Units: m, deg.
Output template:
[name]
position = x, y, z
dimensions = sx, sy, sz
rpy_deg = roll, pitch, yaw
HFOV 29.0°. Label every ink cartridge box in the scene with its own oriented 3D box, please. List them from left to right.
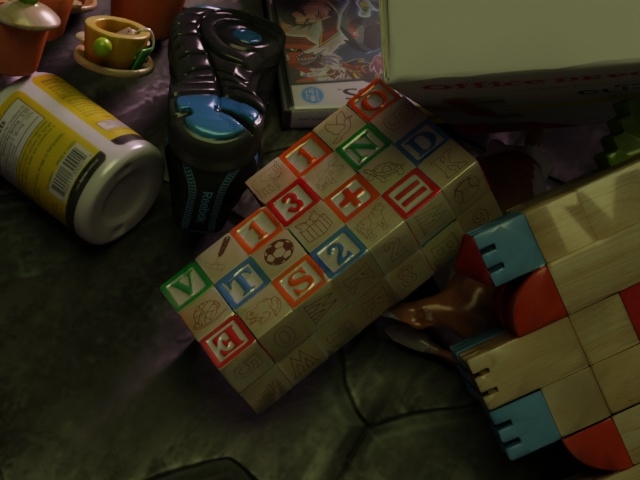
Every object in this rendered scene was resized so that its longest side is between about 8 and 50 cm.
[ink cartridge box]
position = 0.229, -0.207, 1.177
dimensions = 0.279, 0.384, 0.161
rpy_deg = -3, 87, 17

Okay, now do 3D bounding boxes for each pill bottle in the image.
[pill bottle]
position = -0.271, -0.098, 1.266
dimensions = 0.208, 0.119, 0.119
rpy_deg = 36, 57, 20

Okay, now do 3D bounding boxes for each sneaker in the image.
[sneaker]
position = -0.116, -0.144, 1.319
dimensions = 0.125, 0.140, 0.341
rpy_deg = 12, 34, -2

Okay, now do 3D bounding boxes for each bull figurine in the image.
[bull figurine]
position = 0.144, -0.009, 1.266
dimensions = 0.188, 0.101, 0.310
rpy_deg = 6, 50, 2

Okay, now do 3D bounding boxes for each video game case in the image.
[video game case]
position = 0.061, -0.247, 1.475
dimensions = 0.248, 0.035, 0.275
rpy_deg = -3, 53, -9

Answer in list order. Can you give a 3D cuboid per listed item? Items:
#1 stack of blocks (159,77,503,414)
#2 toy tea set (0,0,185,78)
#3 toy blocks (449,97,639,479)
[stack of blocks]
position = 0.000, 0.000, 1.168
dimensions = 0.297, 0.087, 0.171
rpy_deg = -39, 47, -4
[toy tea set]
position = -0.250, -0.270, 1.328
dimensions = 0.200, 0.124, 0.336
rpy_deg = 13, 25, -3
[toy blocks]
position = 0.240, 0.099, 1.102
dimensions = 0.260, 0.191, 0.381
rpy_deg = -24, 94, -1
